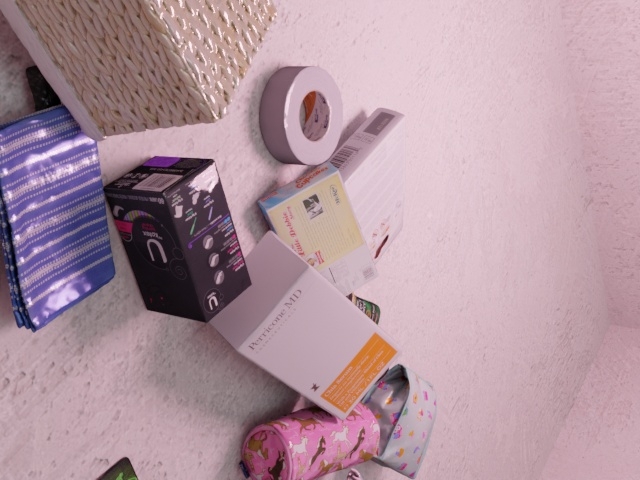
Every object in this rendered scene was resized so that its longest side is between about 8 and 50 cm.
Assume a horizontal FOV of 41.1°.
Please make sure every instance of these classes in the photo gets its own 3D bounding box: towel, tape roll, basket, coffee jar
[{"bbox_3d":[-0.425,-0.045,1.391,0.243,0.040,0.336,-41,134,-57],"label":"towel"},{"bbox_3d":[-0.040,-0.278,1.904,0.219,0.072,0.219,-15,109,-52],"label":"tape roll"},{"bbox_3d":[-0.278,-0.387,1.342,0.331,0.266,0.328,62,36,-41],"label":"basket"},{"bbox_3d":[0.073,0.177,2.133,0.184,0.079,0.096,32,71,-51],"label":"coffee jar"}]

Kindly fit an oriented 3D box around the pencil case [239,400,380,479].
[{"bbox_3d":[-0.012,0.481,2.009,0.386,0.160,0.167,-3,135,-54],"label":"pencil case"}]

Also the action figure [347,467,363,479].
[{"bbox_3d":[0.081,0.687,1.989,0.248,0.370,0.276,16,57,-74],"label":"action figure"}]

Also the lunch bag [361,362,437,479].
[{"bbox_3d":[0.208,0.477,2.307,0.223,0.160,0.262,42,69,-48],"label":"lunch bag"}]

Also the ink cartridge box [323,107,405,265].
[{"bbox_3d":[0.110,-0.096,2.163,0.308,0.091,0.385,-50,150,-37],"label":"ink cartridge box"}]

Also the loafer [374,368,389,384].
[{"bbox_3d":[0.110,0.322,2.167,0.267,0.096,0.084,-34,130,-59],"label":"loafer"}]

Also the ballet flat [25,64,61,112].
[{"bbox_3d":[-0.451,-0.200,1.396,0.057,0.049,0.173,-56,150,-73],"label":"ballet flat"}]

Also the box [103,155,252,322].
[{"bbox_3d":[-0.259,-0.004,1.575,0.143,0.165,0.270,-42,127,-42],"label":"box"}]

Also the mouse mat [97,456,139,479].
[{"bbox_3d":[-0.394,0.516,1.587,0.189,0.007,0.153,-40,117,-51],"label":"mouse mat"}]

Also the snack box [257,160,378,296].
[{"bbox_3d":[0.000,0.000,1.949,0.187,0.060,0.322,-30,125,-11],"label":"snack box"}]

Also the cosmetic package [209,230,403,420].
[{"bbox_3d":[-0.027,0.199,1.870,0.230,0.161,0.453,-49,138,-2],"label":"cosmetic package"}]
